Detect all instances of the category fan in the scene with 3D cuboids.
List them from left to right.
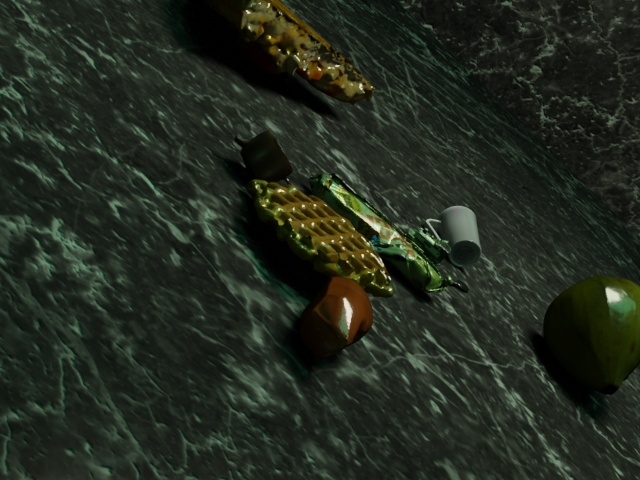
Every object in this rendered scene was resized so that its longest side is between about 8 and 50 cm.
[{"bbox_3d":[-0.027,0.038,1.617,0.056,0.004,0.083,53,22,26],"label":"fan"}]

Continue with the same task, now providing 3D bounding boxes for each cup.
[{"bbox_3d":[0.246,-0.010,2.150,0.104,0.074,0.116,13,32,-10],"label":"cup"}]

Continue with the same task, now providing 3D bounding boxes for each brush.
[{"bbox_3d":[0.239,0.076,2.032,0.083,0.008,0.024,17,35,-51],"label":"brush"}]

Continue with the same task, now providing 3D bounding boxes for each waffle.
[{"bbox_3d":[0.000,0.000,1.641,0.243,0.059,0.238,29,16,-30],"label":"waffle"}]

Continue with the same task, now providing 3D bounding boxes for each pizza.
[{"bbox_3d":[-0.064,-0.363,2.189,0.406,0.130,0.440,36,11,-19],"label":"pizza"}]

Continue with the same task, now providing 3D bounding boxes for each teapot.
[{"bbox_3d":[-0.085,-0.110,1.728,0.121,0.068,0.076,61,-5,-13],"label":"teapot"}]

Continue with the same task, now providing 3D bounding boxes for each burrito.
[{"bbox_3d":[0.092,-0.005,1.852,0.288,0.054,0.104,41,20,-5],"label":"burrito"}]

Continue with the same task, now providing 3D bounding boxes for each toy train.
[{"bbox_3d":[0.180,0.009,1.993,0.083,0.053,0.033,42,20,-6],"label":"toy train"}]

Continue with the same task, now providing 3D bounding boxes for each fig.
[{"bbox_3d":[0.504,0.178,2.074,0.203,0.203,0.225,27,46,-38],"label":"fig"}]

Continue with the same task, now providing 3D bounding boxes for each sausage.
[{"bbox_3d":[0.020,0.097,1.468,0.089,0.089,0.179,43,14,0],"label":"sausage"}]
